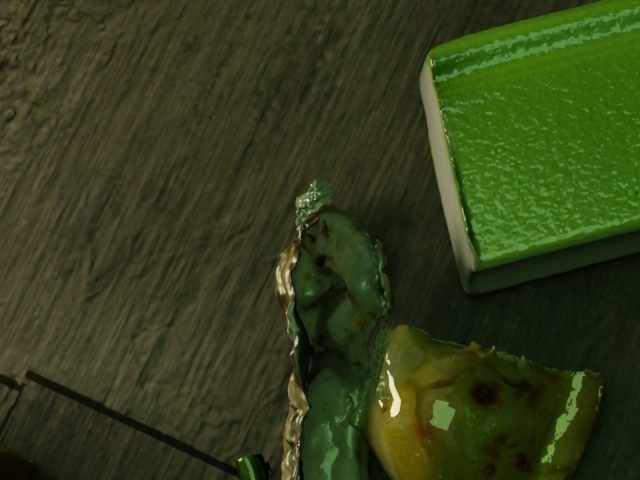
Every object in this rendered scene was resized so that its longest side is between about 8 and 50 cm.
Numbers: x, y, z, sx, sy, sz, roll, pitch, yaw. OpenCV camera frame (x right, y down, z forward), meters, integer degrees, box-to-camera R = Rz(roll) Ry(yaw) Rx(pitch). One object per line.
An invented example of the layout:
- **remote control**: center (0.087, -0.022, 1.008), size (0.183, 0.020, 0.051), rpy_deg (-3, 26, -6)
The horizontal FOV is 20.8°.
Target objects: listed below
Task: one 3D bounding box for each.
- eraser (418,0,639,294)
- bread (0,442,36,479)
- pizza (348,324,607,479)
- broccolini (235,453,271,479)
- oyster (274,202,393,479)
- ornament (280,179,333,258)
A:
- **eraser**: center (0.227, -0.089, 1.421), size (0.274, 0.092, 0.210), rpy_deg (-13, 71, 2)
- **bread**: center (-0.302, 0.220, 1.395), size (0.074, 0.084, 0.139), rpy_deg (23, 81, 24)
- **pizza**: center (0.114, 0.170, 1.337), size (0.188, 0.080, 0.204), rpy_deg (22, 81, -13)
- **broccolini**: center (-0.107, 0.292, 1.360), size (0.123, 0.062, 0.271), rpy_deg (17, 81, -4)
- **oyster**: center (-0.004, 0.141, 1.363), size (0.078, 0.129, 0.345), rpy_deg (-2, 79, 28)
- **ornament**: center (0.000, 0.004, 1.448), size (0.068, 0.041, 0.092), rpy_deg (-31, 81, 3)
